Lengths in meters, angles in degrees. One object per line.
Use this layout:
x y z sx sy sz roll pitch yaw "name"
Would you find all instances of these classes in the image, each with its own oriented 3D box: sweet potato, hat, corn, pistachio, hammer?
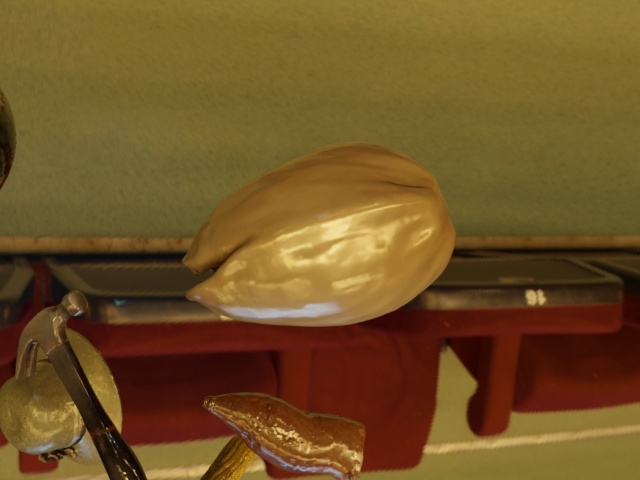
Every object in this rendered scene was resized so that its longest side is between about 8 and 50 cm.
-0.075 0.369 1.643 0.337 0.131 0.131 19 106 -20 "sweet potato"
-0.470 0.282 1.459 0.130 0.257 0.257 -18 125 -52 "hat"
-0.198 0.477 1.763 0.203 0.072 0.072 -48 146 -49 "corn"
0.000 0.000 0.989 0.332 0.226 0.207 -17 87 -24 "pistachio"
-0.299 0.222 1.109 0.137 0.037 0.289 -34 79 22 "hammer"

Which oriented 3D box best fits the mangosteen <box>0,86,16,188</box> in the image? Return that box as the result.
-0.588 -0.149 1.221 0.297 0.313 0.296 -2 100 -10 "mangosteen"
